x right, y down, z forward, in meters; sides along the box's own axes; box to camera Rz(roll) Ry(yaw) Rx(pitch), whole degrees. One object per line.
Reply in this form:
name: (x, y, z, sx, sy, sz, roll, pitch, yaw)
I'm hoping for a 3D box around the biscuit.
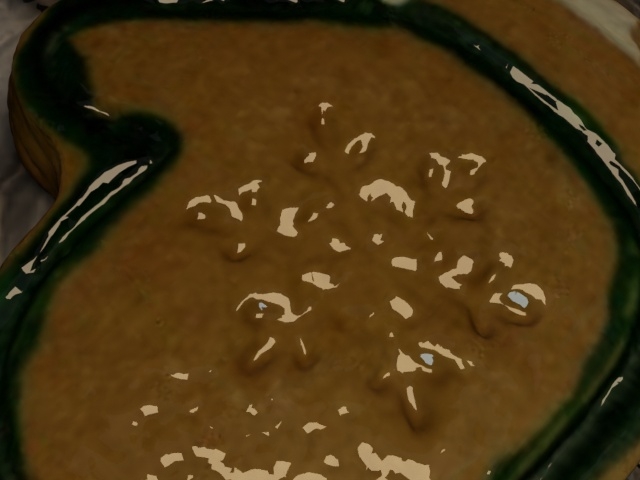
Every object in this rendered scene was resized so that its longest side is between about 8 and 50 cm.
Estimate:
biscuit: (0.000, -0.001, 0.572, 0.343, 0.057, 0.287, -40, 74, -23)
